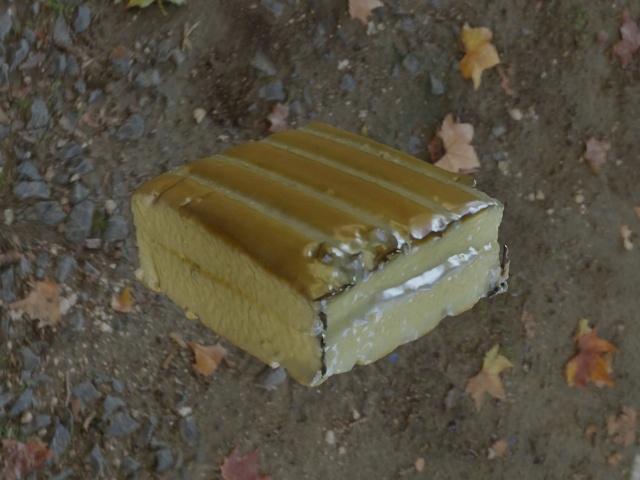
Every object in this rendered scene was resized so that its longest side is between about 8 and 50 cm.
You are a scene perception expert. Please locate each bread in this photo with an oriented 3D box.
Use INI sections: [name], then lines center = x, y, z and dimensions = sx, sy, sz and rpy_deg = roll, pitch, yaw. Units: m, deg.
[bread]
center = 0.000, 0.000, 0.618
dimensions = 0.239, 0.246, 0.111
rpy_deg = -26, 128, -40
